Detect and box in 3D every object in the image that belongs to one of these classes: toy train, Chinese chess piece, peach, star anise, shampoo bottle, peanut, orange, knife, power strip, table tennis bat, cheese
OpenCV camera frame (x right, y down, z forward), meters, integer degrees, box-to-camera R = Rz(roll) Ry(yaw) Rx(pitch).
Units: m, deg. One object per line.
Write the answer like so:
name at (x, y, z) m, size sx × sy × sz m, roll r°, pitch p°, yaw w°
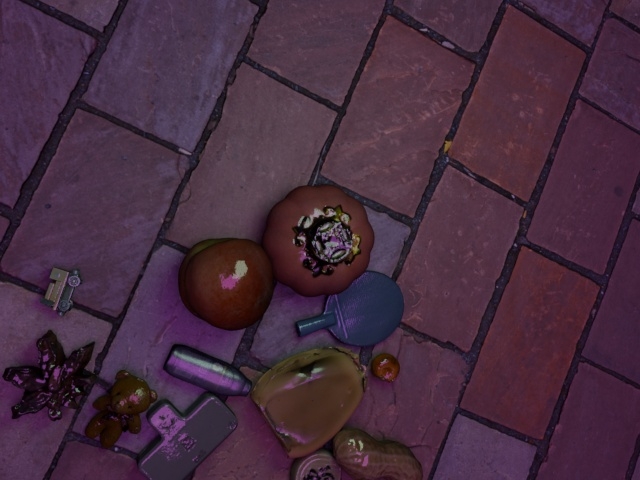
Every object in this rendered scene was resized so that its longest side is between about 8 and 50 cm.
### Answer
toy train at (-0.644, 0.124, 1.577) m, size 0.081 × 0.050 × 0.122 m, roll 20°, pitch 84°, yaw -10°
Chinese chess piece at (-0.011, 0.646, 1.741) m, size 0.144 × 0.058 × 0.144 m, roll 0°, pitch 89°, yaw -17°
peach at (-0.234, 0.109, 1.592) m, size 0.252 × 0.252 × 0.252 m, roll 0°, pitch 89°, yaw -16°
star anise at (-0.659, 0.332, 1.544) m, size 0.214 × 0.099 × 0.220 m, roll 6°, pitch 88°, yaw -18°
shampoo bottle at (-0.293, 0.349, 1.671) m, size 0.234 × 0.049 × 0.087 m, roll 25°, pitch 76°, yaw -14°
peanut at (0.163, 0.612, 1.750) m, size 0.298 × 0.120 × 0.136 m, roll 24°, pitch 73°, yaw -22°
orange at (0.184, 0.358, 1.800) m, size 0.086 × 0.062 × 0.086 m, roll -3°, pitch 106°, yaw -12°
knife at (-0.552, 0.369, 1.618) m, size 0.170 × 0.010 × 0.023 m, roll 39°, pitch 81°, yaw -12°
power strip at (-0.366, 0.498, 1.642) m, size 0.265 × 0.059 × 0.193 m, roll -42°, pitch 104°, yaw -13°
table tennis bat at (0.086, 0.204, 1.787) m, size 0.329 × 0.044 × 0.215 m, roll -15°, pitch 94°, yaw -18°
cheese at (-0.016, 0.415, 1.716) m, size 0.316 × 0.128 × 0.259 m, roll -34°, pitch 107°, yaw -9°

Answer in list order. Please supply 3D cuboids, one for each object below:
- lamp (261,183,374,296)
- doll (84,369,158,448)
lamp at (0.000, 0.000, 1.661) m, size 0.305 × 0.239 × 0.305 m, roll 0°, pitch 90°, yaw -16°
doll at (-0.506, 0.431, 1.580) m, size 0.137 × 0.097 × 0.209 m, roll 35°, pitch 96°, yaw 3°
